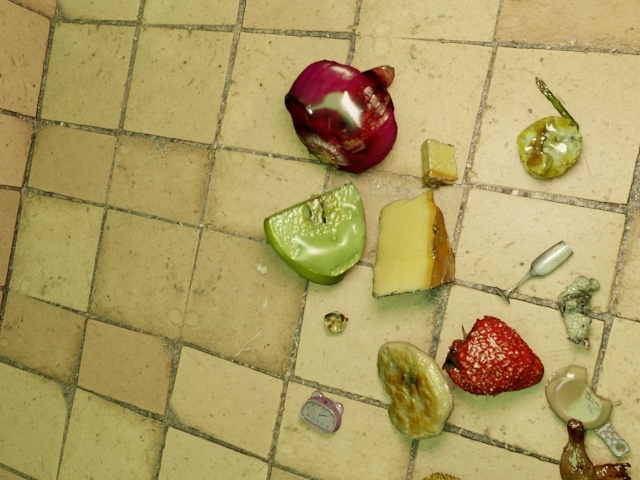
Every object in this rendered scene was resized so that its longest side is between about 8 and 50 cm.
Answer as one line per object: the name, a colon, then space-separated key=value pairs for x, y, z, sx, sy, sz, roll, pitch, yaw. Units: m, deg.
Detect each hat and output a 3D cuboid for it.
hat: x=0.056 y=0.286 z=2.006 sx=0.077 sy=0.059 sz=0.076 roll=-13 pitch=99 yaw=26

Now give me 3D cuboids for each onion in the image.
onion: x=0.118 y=-0.458 z=1.877 sx=0.398 sy=0.398 sz=0.420 roll=41 pitch=79 yaw=19

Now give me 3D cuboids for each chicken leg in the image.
chicken leg: x=0.796 y=0.676 z=1.647 sx=0.322 sy=0.083 sz=0.177 roll=42 pitch=101 yaw=2

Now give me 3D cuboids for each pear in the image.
pear: x=0.000 y=0.000 z=1.952 sx=0.342 sy=0.238 sz=0.318 roll=-24 pitch=93 yaw=-15

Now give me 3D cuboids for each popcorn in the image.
popcorn: x=0.688 y=-0.275 z=1.706 sx=0.197 sy=0.212 sz=0.198 roll=22 pitch=128 yaw=32

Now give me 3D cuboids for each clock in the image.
clock: x=0.005 y=0.611 z=2.013 sx=0.152 sy=0.050 sz=0.110 roll=24 pitch=96 yaw=21

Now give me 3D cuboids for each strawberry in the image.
strawberry: x=0.521 y=0.367 z=1.708 sx=0.261 sy=0.261 sz=0.258 roll=-50 pitch=63 yaw=13

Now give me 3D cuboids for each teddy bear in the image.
teddy bear: x=0.756 y=0.206 z=1.689 sx=0.111 sy=0.133 sz=0.213 roll=4 pitch=80 yaw=48

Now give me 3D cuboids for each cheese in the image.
cheese: x=0.804 y=0.512 z=1.681 sx=0.163 sy=0.082 sz=0.286 roll=-45 pitch=76 yaw=16

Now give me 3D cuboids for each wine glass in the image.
wine glass: x=0.671 y=0.092 z=1.760 sx=0.262 sy=0.074 sz=0.074 roll=-41 pitch=74 yaw=15

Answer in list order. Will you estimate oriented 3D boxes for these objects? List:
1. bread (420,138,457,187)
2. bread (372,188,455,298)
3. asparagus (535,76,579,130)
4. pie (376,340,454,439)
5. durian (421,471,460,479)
bread: x=0.383 y=-0.253 z=1.853 sx=0.127 sy=0.152 sz=0.147 roll=-4 pitch=84 yaw=14
bread: x=0.283 y=0.023 z=1.820 sx=0.248 sy=0.279 sz=0.316 roll=-15 pitch=94 yaw=28
asparagus: x=0.745 y=-0.420 z=1.770 sx=0.027 sy=0.034 sz=0.236 roll=-38 pitch=72 yaw=25
pie: x=0.292 y=0.478 z=1.825 sx=0.337 sy=0.075 sz=0.338 roll=19 pitch=114 yaw=51
durian: x=0.372 y=0.876 z=1.806 sx=0.193 sy=0.137 sz=0.238 roll=7 pitch=91 yaw=22
